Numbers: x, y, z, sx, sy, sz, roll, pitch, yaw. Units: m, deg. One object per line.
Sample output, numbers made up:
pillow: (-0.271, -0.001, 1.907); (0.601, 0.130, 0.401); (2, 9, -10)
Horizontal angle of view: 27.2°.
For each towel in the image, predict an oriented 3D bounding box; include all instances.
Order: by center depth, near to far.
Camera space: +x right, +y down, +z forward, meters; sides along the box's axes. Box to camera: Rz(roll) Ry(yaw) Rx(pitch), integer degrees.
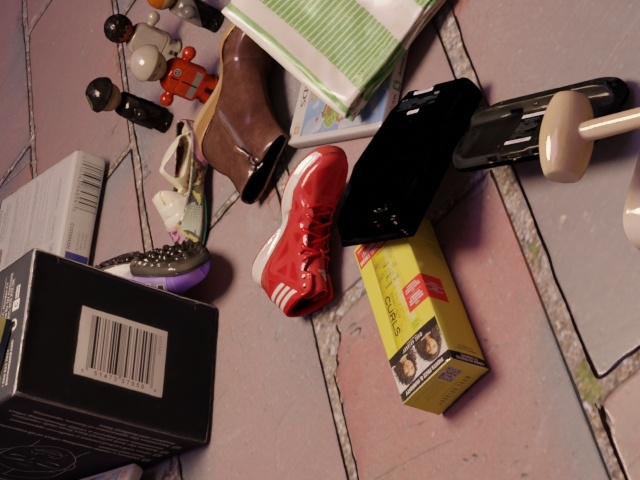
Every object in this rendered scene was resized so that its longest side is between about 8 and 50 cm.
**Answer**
towel: (0.050, -0.347, 1.659); (0.248, 0.038, 0.325); (42, 104, 18)

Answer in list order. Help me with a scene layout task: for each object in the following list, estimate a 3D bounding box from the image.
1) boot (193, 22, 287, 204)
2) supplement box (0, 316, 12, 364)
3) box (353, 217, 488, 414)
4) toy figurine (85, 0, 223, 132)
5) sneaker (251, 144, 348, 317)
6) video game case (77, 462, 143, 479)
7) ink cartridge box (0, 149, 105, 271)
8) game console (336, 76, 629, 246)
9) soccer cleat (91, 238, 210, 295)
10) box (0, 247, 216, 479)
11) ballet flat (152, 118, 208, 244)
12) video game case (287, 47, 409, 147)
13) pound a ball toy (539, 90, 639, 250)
boot: (-0.086, -0.197, 1.882); (0.248, 0.090, 0.207); (-62, 39, 19)
supplement box: (-0.449, 0.130, 1.681); (0.056, 0.083, 0.083); (-8, 66, 53)
box: (0.107, 0.074, 1.466); (0.087, 0.058, 0.232); (-47, 38, 30)
toy figurine: (-0.269, -0.299, 2.130); (0.213, 0.148, 0.209); (-24, 54, 48)
sneaker: (0.000, 0.000, 1.661); (0.128, 0.087, 0.221); (50, 127, 44)
video game case: (-0.350, 0.409, 1.858); (0.201, 0.023, 0.183); (-23, 33, 39)
ink cartridge box: (-0.504, 0.038, 2.365); (0.330, 0.071, 0.324); (-23, 55, 52)
game console: (0.167, -0.099, 1.437); (0.361, 0.044, 0.213); (-9, 45, 49)
soccer cleat: (-0.246, 0.073, 1.950); (0.318, 0.109, 0.116); (-11, 100, 53)
box: (-0.380, 0.205, 1.887); (0.395, 0.293, 0.212); (-29, 50, 45)
ballet flat: (-0.209, -0.082, 1.990); (0.077, 0.079, 0.221); (-21, 57, 48)
video game case: (0.042, -0.225, 1.754); (0.212, 0.023, 0.193); (-4, 70, 54)
pound a ball toy: (0.341, -0.030, 1.049); (0.319, 0.208, 0.135); (4, 76, 55)
